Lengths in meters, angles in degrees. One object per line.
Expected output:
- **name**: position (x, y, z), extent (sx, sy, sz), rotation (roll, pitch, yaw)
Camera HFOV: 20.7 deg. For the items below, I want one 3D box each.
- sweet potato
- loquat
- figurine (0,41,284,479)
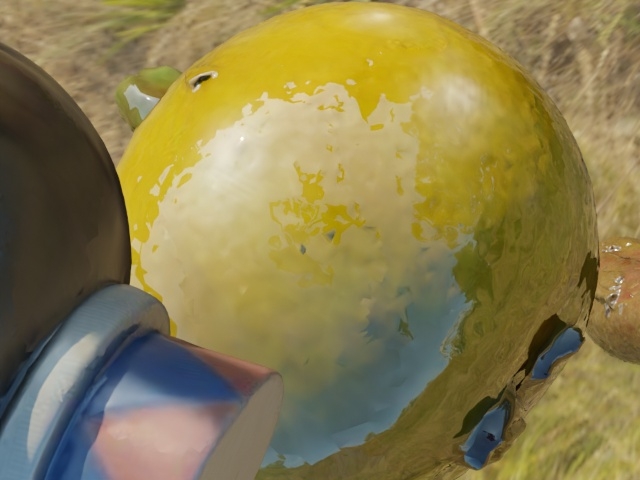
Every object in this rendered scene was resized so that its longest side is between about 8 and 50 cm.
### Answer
- **sweet potato**: position (0.277, 0.054, 1.461), extent (0.109, 0.385, 0.109), rotation (0, 95, -5)
- **loquat**: position (0.000, 0.000, 1.086), extent (0.359, 0.328, 0.328), rotation (42, 109, 23)
- **figurine**: position (-0.138, -0.004, 0.402), extent (0.275, 0.161, 0.158), rotation (27, 131, -13)
